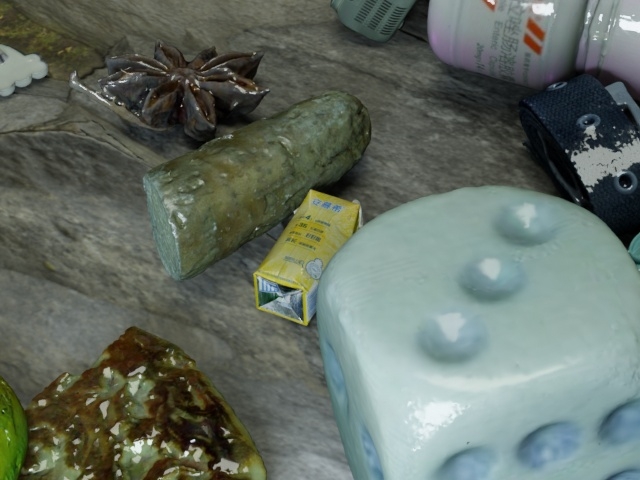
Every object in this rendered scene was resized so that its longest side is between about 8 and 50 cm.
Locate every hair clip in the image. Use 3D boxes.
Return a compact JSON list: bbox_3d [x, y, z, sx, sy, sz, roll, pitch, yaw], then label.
[{"bbox_3d":[-0.486,-0.217,1.869,0.220,0.054,0.140,-31,45,-27],"label":"hair clip"}]

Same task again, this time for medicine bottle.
[{"bbox_3d":[0.306,-0.301,1.738,0.302,0.241,0.241,17,48,14],"label":"medicine bottle"}]

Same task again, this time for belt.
[{"bbox_3d":[0.325,-0.103,1.613,0.128,0.122,0.218,-22,49,-3],"label":"belt"}]

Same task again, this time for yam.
[{"bbox_3d":[-0.071,-0.079,1.627,0.330,0.133,0.133,-33,51,-29],"label":"yam"}]

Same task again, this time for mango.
[{"bbox_3d":[-0.340,0.201,1.336,0.125,0.111,0.233,-26,44,1],"label":"mango"}]

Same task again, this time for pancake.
[{"bbox_3d":[-0.192,0.275,1.343,0.305,0.067,0.427,-25,48,-8],"label":"pancake"}]

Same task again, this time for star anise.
[{"bbox_3d":[-0.189,-0.191,1.788,0.262,0.081,0.230,-12,44,-22],"label":"star anise"}]

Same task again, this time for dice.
[{"bbox_3d":[0.153,0.128,1.292,0.268,0.264,0.262,-13,42,-9],"label":"dice"}]

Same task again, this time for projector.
[{"bbox_3d":[0.118,-0.414,1.894,0.108,0.198,0.250,27,46,-10],"label":"projector"}]

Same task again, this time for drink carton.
[{"bbox_3d":[0.000,0.000,1.582,0.084,0.074,0.200,16,49,20],"label":"drink carton"}]

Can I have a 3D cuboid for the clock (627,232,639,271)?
[{"bbox_3d":[0.385,0.010,1.520,0.147,0.045,0.108,-40,25,-24],"label":"clock"}]
